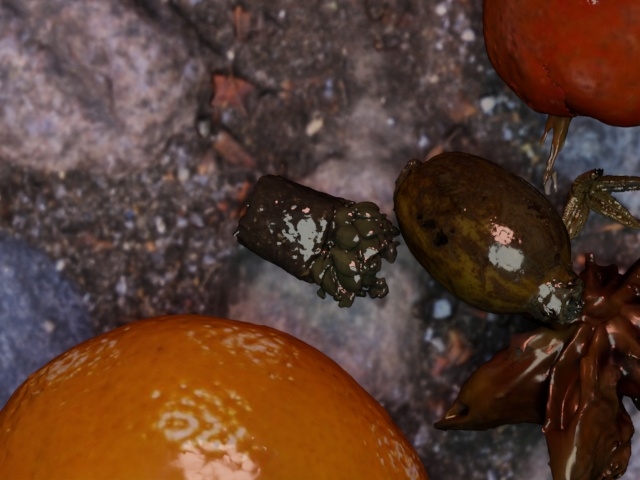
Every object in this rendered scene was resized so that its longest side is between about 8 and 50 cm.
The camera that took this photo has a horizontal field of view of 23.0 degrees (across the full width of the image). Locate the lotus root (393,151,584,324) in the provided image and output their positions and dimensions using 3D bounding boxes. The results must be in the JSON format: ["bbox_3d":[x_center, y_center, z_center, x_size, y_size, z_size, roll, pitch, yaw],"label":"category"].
[{"bbox_3d":[0.142,-0.004,1.324,0.209,0.120,0.120,40,98,31],"label":"lotus root"}]

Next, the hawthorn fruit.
[{"bbox_3d":[0.227,-0.180,1.282,0.211,0.211,0.299,17,109,-2],"label":"hawthorn fruit"}]

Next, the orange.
[{"bbox_3d":[-0.102,0.273,1.284,0.423,0.326,0.424,0,100,1],"label":"orange"}]

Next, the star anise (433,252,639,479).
[{"bbox_3d":[0.271,0.125,1.345,0.346,0.148,0.237,0,56,2],"label":"star anise"}]

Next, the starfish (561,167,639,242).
[{"bbox_3d":[0.237,-0.040,1.349,0.133,0.130,0.041,-26,59,0],"label":"starfish"}]

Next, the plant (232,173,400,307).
[{"bbox_3d":[0.000,0.000,1.363,0.143,0.092,0.094,21,91,6],"label":"plant"}]
